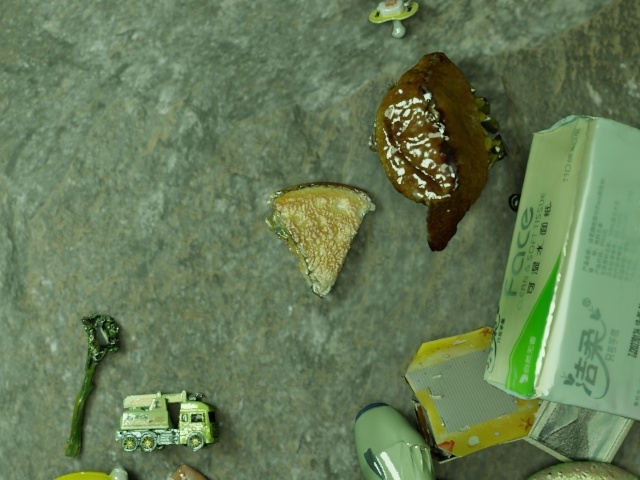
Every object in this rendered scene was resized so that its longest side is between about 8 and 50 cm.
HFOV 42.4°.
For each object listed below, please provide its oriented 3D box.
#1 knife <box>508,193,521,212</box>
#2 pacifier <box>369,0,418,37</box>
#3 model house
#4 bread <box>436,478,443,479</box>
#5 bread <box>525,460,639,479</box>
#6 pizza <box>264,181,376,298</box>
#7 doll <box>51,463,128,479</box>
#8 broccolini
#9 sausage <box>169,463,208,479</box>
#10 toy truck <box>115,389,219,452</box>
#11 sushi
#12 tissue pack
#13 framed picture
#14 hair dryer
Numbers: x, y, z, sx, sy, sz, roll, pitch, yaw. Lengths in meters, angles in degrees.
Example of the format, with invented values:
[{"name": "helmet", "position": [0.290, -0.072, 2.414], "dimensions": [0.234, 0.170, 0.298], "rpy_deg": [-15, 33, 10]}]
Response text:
[{"name": "knife", "position": [0.369, -0.046, 1.366], "dimensions": [0.121, 0.018, 0.031], "rpy_deg": [20, 95, 1]}, {"name": "pacifier", "position": [0.124, -0.366, 1.357], "dimensions": [0.083, 0.068, 0.064], "rpy_deg": [-4, 127, 20]}, {"name": "model house", "position": [0.256, 0.268, 1.348], "dimensions": [0.220, 0.135, 0.207], "rpy_deg": [-17, 52, -10]}, {"name": "bread", "position": [0.179, 0.523, 1.342], "dimensions": [0.174, 0.133, 0.251], "rpy_deg": [19, 94, 4]}, {"name": "bread", "position": [0.432, 0.505, 1.365], "dimensions": [0.302, 0.045, 0.301], "rpy_deg": [0, 95, 5]}, {"name": "pizza", "position": [0.000, 0.000, 1.373], "dimensions": [0.185, 0.052, 0.195], "rpy_deg": [-1, 88, -4]}, {"name": "doll", "position": [-0.386, 0.495, 1.389], "dimensions": [0.237, 0.111, 0.252], "rpy_deg": [30, 93, -14]}, {"name": "broccolini", "position": [-0.395, 0.247, 1.422], "dimensions": [0.058, 0.071, 0.254], "rpy_deg": [6, 102, -38]}, {"name": "sausage", "position": [-0.185, 0.455, 1.406], "dimensions": [0.047, 0.040, 0.176], "rpy_deg": [-37, 90, 10]}, {"name": "toy truck", "position": [-0.258, 0.304, 1.390], "dimensions": [0.169, 0.077, 0.100], "rpy_deg": [-4, 78, 7]}, {"name": "sushi", "position": [0.189, -0.148, 1.313], "dimensions": [0.167, 0.179, 0.296], "rpy_deg": [-26, 74, 27]}, {"name": "tissue pack", "position": [0.448, 0.057, 1.226], "dimensions": [0.332, 0.205, 0.404], "rpy_deg": [14, 87, -13]}, {"name": "framed picture", "position": [0.448, 0.279, 1.375], "dimensions": [0.150, 0.015, 0.203], "rpy_deg": [29, 94, 2]}, {"name": "hair dryer", "position": [0.109, 0.442, 1.283], "dimensions": [0.119, 0.296, 0.298], "rpy_deg": [18, 99, -34]}]
